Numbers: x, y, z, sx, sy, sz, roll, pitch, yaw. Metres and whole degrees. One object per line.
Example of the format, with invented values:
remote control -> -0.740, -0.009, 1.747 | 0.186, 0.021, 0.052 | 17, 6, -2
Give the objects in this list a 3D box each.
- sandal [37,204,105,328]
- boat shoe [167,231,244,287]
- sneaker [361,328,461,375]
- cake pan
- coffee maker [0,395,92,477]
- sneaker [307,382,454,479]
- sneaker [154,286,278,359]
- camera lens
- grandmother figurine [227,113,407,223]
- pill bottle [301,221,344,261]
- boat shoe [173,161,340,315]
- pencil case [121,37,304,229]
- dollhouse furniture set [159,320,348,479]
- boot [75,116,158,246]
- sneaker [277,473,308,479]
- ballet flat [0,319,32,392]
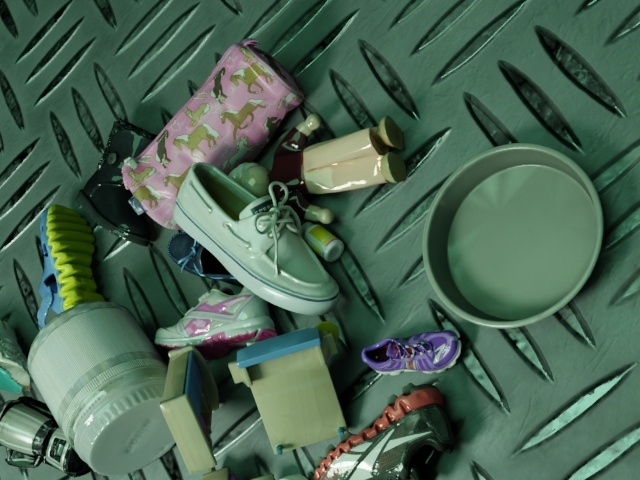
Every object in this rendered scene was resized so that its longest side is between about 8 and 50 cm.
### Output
sandal -> -0.537, 0.071, 2.000 | 0.138, 0.126, 0.317 | -30, 59, 28
boat shoe -> -0.194, 0.022, 1.798 | 0.258, 0.089, 0.108 | 8, 80, 35
sneaker -> 0.142, 0.179, 1.532 | 0.170, 0.071, 0.068 | -17, 66, 28
cake pan -> 0.298, -0.005, 1.494 | 0.293, 0.054, 0.293 | -11, 70, 31
coffee maker -> -0.514, 0.373, 1.881 | 0.178, 0.171, 0.120 | 18, 112, 16
sneaker -> 0.096, 0.346, 1.494 | 0.276, 0.098, 0.135 | -41, 55, 15
sneaker -> -0.189, 0.146, 1.758 | 0.252, 0.103, 0.111 | -13, 64, 24
camera lens -> -0.392, 0.262, 1.775 | 0.219, 0.219, 0.274 | -50, 54, 11
grandmother figurine -> -0.020, -0.129, 1.724 | 0.343, 0.104, 0.207 | -14, 59, 27
pill bottle -> 0.000, 0.000, 1.701 | 0.083, 0.043, 0.043 | 39, 98, 36
boat shoe -> -0.099, -0.026, 1.668 | 0.367, 0.136, 0.156 | 38, 126, 27
pencil case -> -0.205, -0.198, 1.825 | 0.386, 0.167, 0.160 | -46, 61, 11
dollhouse furniture set -> -0.082, 0.282, 1.643 | 0.304, 0.286, 0.198 | -18, 20, 3
boot -> -0.389, -0.124, 1.971 | 0.246, 0.094, 0.207 | 36, 100, 42
sneaker -> -0.130, 0.526, 1.524 | 0.135, 0.150, 0.365 | 40, 111, 30
ballet flat -> -0.747, 0.218, 2.094 | 0.409, 0.147, 0.146 | 8, 80, 35
